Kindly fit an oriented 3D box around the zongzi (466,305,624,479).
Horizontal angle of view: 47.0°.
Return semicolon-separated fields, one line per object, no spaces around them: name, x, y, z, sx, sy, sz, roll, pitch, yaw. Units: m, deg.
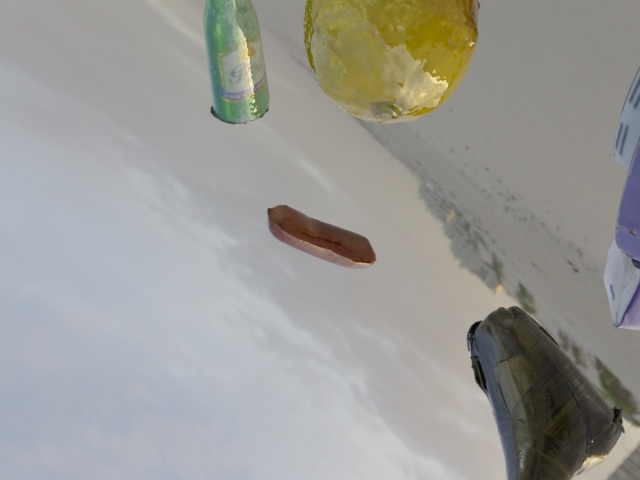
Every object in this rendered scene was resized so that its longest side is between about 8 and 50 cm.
zongzi;0.411;0.360;1.575;0.432;0.208;0.403;-20;-113;-42

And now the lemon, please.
lemon;0.089;-0.283;0.938;0.233;0.288;0.233;6;164;2

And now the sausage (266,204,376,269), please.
sausage;0.000;0.000;1.678;0.300;0.083;0.089;21;-135;-28

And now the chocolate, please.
chocolate;-0.141;-0.324;1.189;0.110;0.110;0.291;43;155;27

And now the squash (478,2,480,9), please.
squash;0.108;-0.422;1.094;0.287;0.137;0.137;14;-168;-2

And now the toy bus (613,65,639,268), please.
toy bus;0.396;-0.135;0.558;0.249;0.440;0.209;24;142;23

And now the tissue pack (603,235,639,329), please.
tissue pack;0.681;0.036;1.235;0.338;0.242;0.160;3;-132;1
